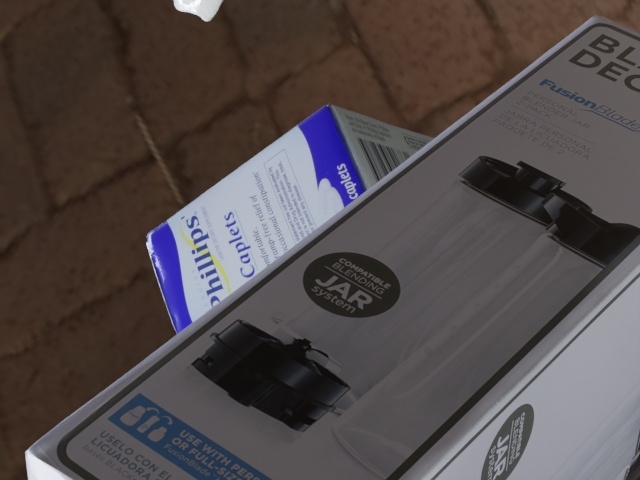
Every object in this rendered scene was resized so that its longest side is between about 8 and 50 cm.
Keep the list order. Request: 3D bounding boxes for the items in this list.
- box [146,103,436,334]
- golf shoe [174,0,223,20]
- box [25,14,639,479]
[{"bbox_3d":[0.000,0.000,0.860,0.137,0.126,0.072,-34,66,26],"label":"box"},{"bbox_3d":[-0.111,-0.242,1.193,0.273,0.105,0.120,-136,63,-68],"label":"golf shoe"},{"bbox_3d":[0.043,0.064,0.534,0.087,0.169,0.290,27,45,28],"label":"box"}]
